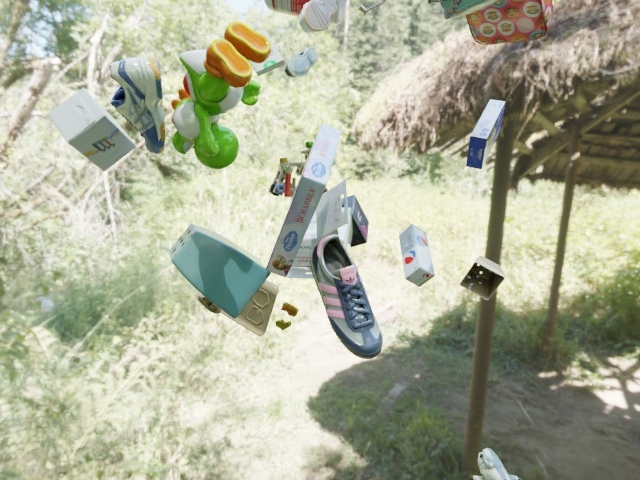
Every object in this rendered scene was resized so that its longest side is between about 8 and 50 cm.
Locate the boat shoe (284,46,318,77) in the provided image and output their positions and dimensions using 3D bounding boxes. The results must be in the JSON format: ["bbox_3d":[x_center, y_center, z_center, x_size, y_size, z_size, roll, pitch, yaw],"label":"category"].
[{"bbox_3d":[-0.082,-0.658,1.746,0.068,0.081,0.228,-13,27,34],"label":"boat shoe"}]

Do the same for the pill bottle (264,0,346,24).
[{"bbox_3d":[-0.095,-1.053,1.924,0.407,0.229,0.229,15,5,4],"label":"pill bottle"}]

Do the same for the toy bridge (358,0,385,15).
[{"bbox_3d":[0.223,-0.926,1.745,0.063,0.188,0.026,34,36,-15],"label":"toy bridge"}]

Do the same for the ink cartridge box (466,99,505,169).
[{"bbox_3d":[0.454,-0.293,1.272,0.046,0.097,0.207,17,49,23],"label":"ink cartridge box"}]

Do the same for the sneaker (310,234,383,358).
[{"bbox_3d":[0.063,0.131,1.136,0.112,0.319,0.131,-19,-24,-21],"label":"sneaker"}]

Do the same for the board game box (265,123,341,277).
[{"bbox_3d":[-0.044,-0.115,1.279,0.066,0.319,0.318,21,36,-5],"label":"board game box"}]

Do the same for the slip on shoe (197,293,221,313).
[{"bbox_3d":[-0.468,0.273,1.989,0.041,0.051,0.135,11,-32,52],"label":"slip on shoe"}]

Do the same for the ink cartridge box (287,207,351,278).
[{"bbox_3d":[0.000,0.000,1.672,0.207,0.119,0.353,0,27,9],"label":"ink cartridge box"}]

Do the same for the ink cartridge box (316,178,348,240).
[{"bbox_3d":[0.046,-0.089,1.427,0.045,0.145,0.179,10,-22,-32],"label":"ink cartridge box"}]

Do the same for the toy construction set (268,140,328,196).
[{"bbox_3d":[-0.094,-0.296,1.911,0.257,0.237,0.309,3,6,4],"label":"toy construction set"}]

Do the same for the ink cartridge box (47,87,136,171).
[{"bbox_3d":[-0.647,-0.313,1.326,0.128,0.127,0.176,48,-7,19],"label":"ink cartridge box"}]

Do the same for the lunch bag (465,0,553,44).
[{"bbox_3d":[0.682,-0.855,1.705,0.293,0.120,0.258,13,-17,38],"label":"lunch bag"}]

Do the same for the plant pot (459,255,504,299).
[{"bbox_3d":[0.554,0.115,1.582,0.109,0.109,0.096,29,35,9],"label":"plant pot"}]

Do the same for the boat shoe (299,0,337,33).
[{"bbox_3d":[-0.024,-0.754,1.569,0.096,0.098,0.277,-15,31,32],"label":"boat shoe"}]

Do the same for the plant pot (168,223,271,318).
[{"bbox_3d":[-0.298,0.070,1.309,0.234,0.166,0.165,39,-3,-26],"label":"plant pot"}]

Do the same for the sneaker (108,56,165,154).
[{"bbox_3d":[-0.486,-0.356,1.244,0.131,0.296,0.112,-7,52,-18],"label":"sneaker"}]

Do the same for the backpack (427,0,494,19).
[{"bbox_3d":[0.410,-0.704,1.197,0.225,0.191,0.253,-32,9,-29],"label":"backpack"}]

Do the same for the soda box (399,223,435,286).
[{"bbox_3d":[0.318,0.047,1.545,0.069,0.074,0.216,30,36,-21],"label":"soda box"}]

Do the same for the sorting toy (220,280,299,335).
[{"bbox_3d":[-0.233,0.251,1.792,0.307,0.229,0.041,27,23,16],"label":"sorting toy"}]

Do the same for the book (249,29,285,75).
[{"bbox_3d":[-0.188,-0.595,1.481,0.096,0.144,0.035,-27,-23,-7],"label":"book"}]

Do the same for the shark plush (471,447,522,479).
[{"bbox_3d":[0.387,0.489,0.951,0.067,0.073,0.161,-2,11,-33],"label":"shark plush"}]

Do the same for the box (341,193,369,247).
[{"bbox_3d":[0.048,-0.055,1.946,0.270,0.165,0.143,-17,35,23],"label":"box"}]

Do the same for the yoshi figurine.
[{"bbox_3d":[-0.223,-0.293,1.070,0.203,0.203,0.362,-4,-23,-36],"label":"yoshi figurine"}]
